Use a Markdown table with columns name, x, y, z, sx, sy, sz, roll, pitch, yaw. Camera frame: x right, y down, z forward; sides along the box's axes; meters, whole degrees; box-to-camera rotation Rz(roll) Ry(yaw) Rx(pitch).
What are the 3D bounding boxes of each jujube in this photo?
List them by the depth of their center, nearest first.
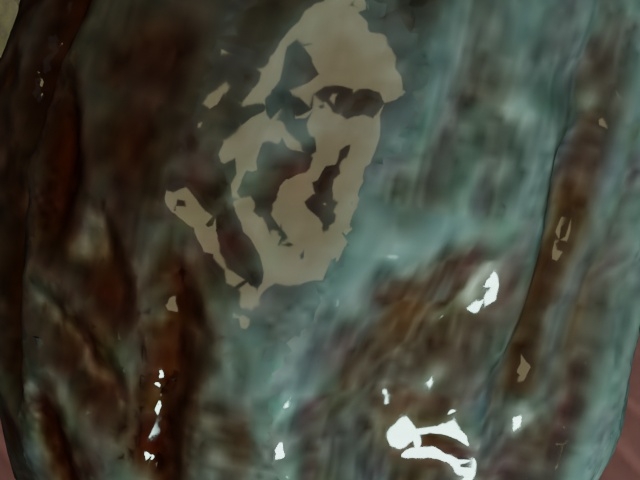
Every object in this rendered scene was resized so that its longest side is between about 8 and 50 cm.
| name | x | y | z | sx | sy | sz | roll | pitch | yaw |
| --- | --- | --- | --- | --- | --- | --- | --- | --- | --- |
| jujube | -0.003 | -0.002 | 0.594 | 0.246 | 0.215 | 0.308 | 10 | 99 | -39 |

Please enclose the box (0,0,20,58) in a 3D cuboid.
| name | x | y | z | sx | sy | sz | roll | pitch | yaw |
| --- | --- | --- | --- | --- | --- | --- | --- | --- | --- |
| box | -0.151 | -0.220 | 0.672 | 0.173 | 0.043 | 0.311 | -34 | 91 | 3 |
